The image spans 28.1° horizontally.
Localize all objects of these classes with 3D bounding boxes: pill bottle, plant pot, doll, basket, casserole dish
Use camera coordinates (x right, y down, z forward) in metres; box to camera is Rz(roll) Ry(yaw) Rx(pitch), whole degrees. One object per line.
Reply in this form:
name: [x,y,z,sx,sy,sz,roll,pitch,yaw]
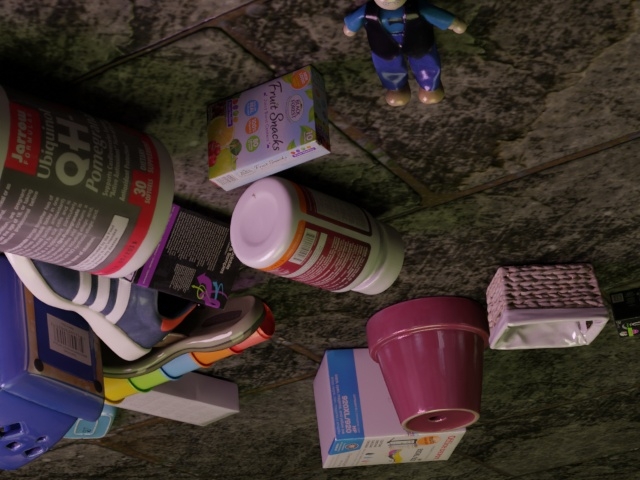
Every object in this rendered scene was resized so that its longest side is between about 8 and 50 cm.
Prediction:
pill bottle: [-0.333,-0.074,1.388,0.319,0.176,0.176,17,146,-39]
plant pot: [-0.442,0.166,1.813,0.212,0.236,0.236,-24,149,21]
doll: [0.089,-0.214,1.337,0.129,0.046,0.189,-2,150,14]
basket: [0.346,0.101,1.984,0.167,0.103,0.113,-3,154,-9]
casserole dish: [-0.434,0.329,2.368,0.114,0.037,0.188,3,154,-16]
plant pot: [0.184,0.211,2.090,0.201,0.180,0.201,-6,155,-3]
pill bottle: [0.000,0.000,1.678,0.221,0.121,0.121,19,145,-41]

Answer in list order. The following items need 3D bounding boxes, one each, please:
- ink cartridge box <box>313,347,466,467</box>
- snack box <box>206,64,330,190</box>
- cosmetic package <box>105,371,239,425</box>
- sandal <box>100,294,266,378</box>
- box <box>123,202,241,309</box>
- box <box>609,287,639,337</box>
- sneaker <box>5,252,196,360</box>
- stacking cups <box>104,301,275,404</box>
ink cartridge box: [0.119,0.293,2.259,0.233,0.168,0.171,-2,153,-9]
snack box: [-0.060,-0.125,1.428,0.141,0.100,0.037,-18,151,25]
cosmetic package: [-0.262,0.267,2.246,0.099,0.060,0.239,-27,147,34]
sandal: [-0.228,0.123,1.928,0.303,0.120,0.086,-17,124,19]
box: [-0.173,0.019,1.700,0.162,0.116,0.029,21,-178,-42]
box: [0.517,0.120,2.121,0.062,0.052,0.083,-12,153,13]
sneaker: [-0.288,0.027,1.698,0.148,0.131,0.350,-33,144,8]
stacking cups: [-0.214,0.177,2.040,0.316,0.096,0.096,-19,151,23]
